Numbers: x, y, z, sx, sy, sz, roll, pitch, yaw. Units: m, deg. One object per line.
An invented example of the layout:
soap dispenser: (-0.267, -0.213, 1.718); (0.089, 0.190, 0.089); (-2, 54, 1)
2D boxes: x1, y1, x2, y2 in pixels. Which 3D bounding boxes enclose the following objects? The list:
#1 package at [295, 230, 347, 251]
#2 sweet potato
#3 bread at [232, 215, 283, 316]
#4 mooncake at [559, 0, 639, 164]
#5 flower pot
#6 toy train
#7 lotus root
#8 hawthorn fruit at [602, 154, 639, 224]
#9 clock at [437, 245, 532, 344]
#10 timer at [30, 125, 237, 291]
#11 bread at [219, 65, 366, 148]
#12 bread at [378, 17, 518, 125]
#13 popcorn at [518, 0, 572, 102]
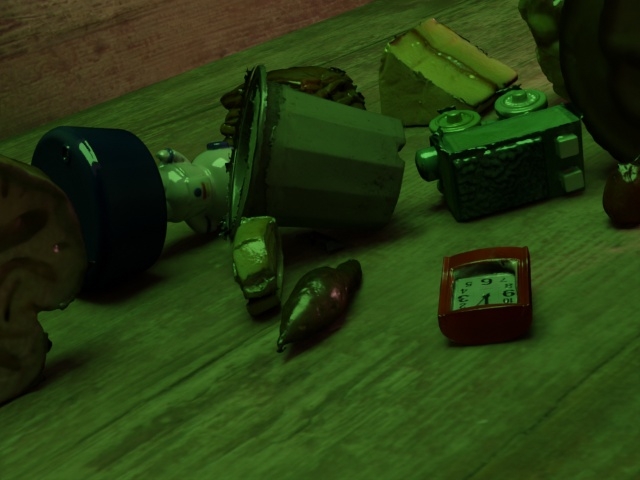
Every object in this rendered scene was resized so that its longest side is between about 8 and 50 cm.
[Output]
package: (0.000, 0.000, 1.631); (0.037, 0.015, 0.110); (-24, 22, -25)
sweet potato: (0.008, 0.068, 1.371); (0.074, 0.075, 0.269); (-3, 19, 26)
bread: (-0.090, 0.035, 1.449); (0.064, 0.118, 0.156); (-9, 21, 6)
mooncake: (0.555, -0.291, 1.518); (0.246, 0.393, 0.394); (-22, 55, -35)
flower pot: (-0.014, -0.121, 1.607); (0.259, 0.291, 0.290); (8, 17, -13)
toy train: (0.293, -0.140, 1.634); (0.271, 0.159, 0.188); (-15, 30, -4)
lotus root: (-0.488, 0.057, 1.281); (0.111, 0.375, 0.391); (26, 81, 47)
hawthorn fruit: (0.441, -0.073, 1.440); (0.081, 0.093, 0.081); (-11, 19, 4)
clock: (0.208, 0.070, 1.264); (0.113, 0.061, 0.155); (-8, 25, 15)
timer: (-0.271, -0.076, 1.730); (0.383, 0.271, 0.270); (-12, 15, -38)
bread: (-0.066, -0.299, 2.235); (0.277, 0.167, 0.324); (-2, 24, 27)
bread: (0.284, -0.371, 2.199); (0.236, 0.198, 0.263); (10, 31, 32)
popcorn: (0.548, -0.405, 1.969); (0.312, 0.312, 0.312); (-12, 21, 4)
